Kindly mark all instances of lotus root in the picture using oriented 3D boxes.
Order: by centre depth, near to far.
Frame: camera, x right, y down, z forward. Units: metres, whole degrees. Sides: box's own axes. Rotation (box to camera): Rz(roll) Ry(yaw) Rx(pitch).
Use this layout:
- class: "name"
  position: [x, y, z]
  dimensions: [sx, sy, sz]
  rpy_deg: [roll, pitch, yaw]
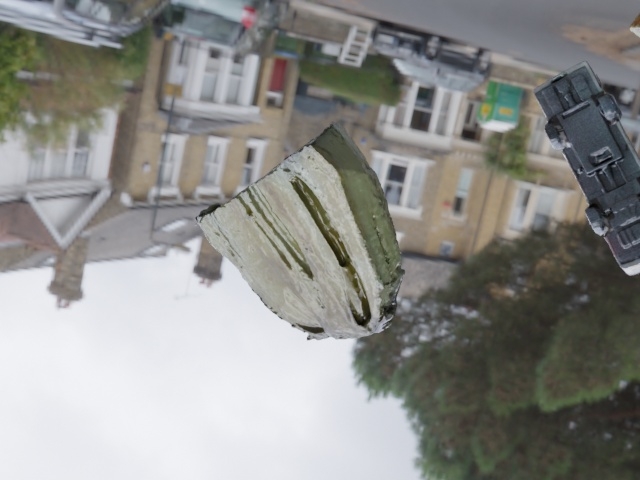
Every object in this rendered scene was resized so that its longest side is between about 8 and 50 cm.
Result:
- class: "lotus root"
  position: [0.001, -0.001, 0.658]
  dimensions: [0.143, 0.144, 0.070]
  rpy_deg: [-19, -162, 42]

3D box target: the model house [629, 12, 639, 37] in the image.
- class: "model house"
  position: [0.341, -0.215, 0.837]
  dimensions: [0.100, 0.088, 0.101]
  rpy_deg: [36, 165, 27]

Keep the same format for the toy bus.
- class: "toy bus"
  position: [0.345, -0.084, 1.117]
  dimensions: [0.106, 0.092, 0.268]
  rpy_deg: [31, -145, -57]
